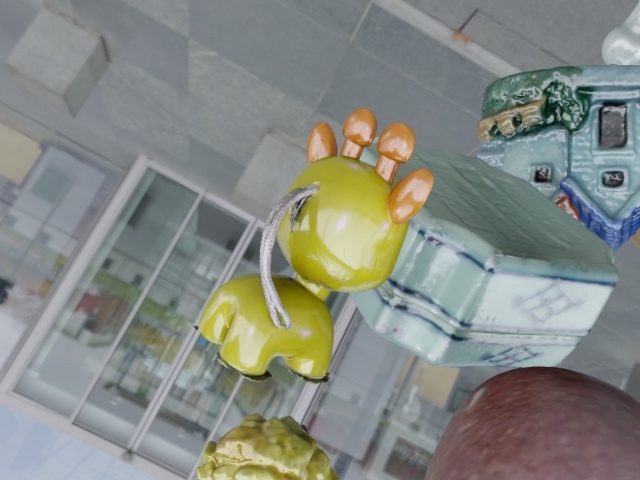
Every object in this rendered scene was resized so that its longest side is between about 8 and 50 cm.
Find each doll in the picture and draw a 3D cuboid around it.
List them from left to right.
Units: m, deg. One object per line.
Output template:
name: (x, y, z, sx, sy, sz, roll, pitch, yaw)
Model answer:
doll: (0.000, 0.000, 0.495, 0.135, 0.220, 0.143, 20, -167, -41)

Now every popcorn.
popcorn: (-0.086, 0.415, 1.088, 0.252, 0.215, 0.286, 18, 163, 9)

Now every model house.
model house: (0.401, -0.085, 1.025, 0.295, 0.329, 0.252, 5, 173, 20)

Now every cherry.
cherry: (0.182, 0.223, 0.457, 0.221, 0.307, 0.261, -12, 117, 16)

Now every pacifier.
pacifier: (0.643, -0.450, 1.190, 0.343, 0.269, 0.288, 35, -151, 10)

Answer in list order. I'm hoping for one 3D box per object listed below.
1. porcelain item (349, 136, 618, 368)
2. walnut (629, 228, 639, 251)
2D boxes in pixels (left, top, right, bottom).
porcelain item: (0.158, 0.012, 0.719, 0.282, 0.157, 0.286, 5, -149, -29)
walnut: (0.742, -0.065, 1.190, 0.306, 0.344, 0.306, 9, 120, 16)
